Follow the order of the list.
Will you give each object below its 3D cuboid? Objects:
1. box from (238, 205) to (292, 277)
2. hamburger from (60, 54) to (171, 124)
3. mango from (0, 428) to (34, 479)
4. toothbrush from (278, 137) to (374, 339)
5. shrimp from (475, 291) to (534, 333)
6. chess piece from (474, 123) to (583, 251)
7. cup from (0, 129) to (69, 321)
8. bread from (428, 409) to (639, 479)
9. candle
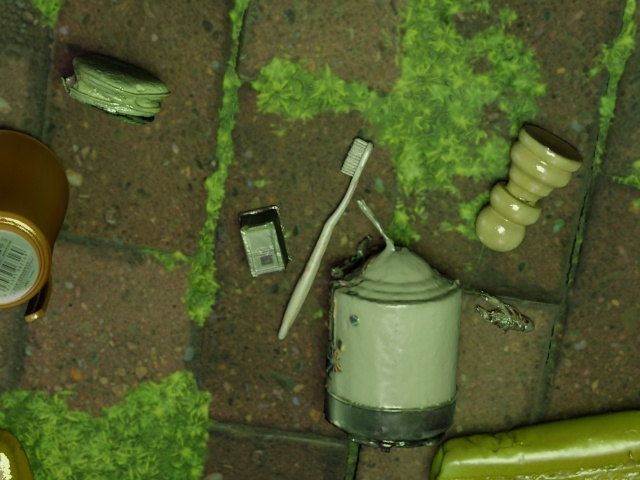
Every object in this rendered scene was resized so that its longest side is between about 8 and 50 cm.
[{"bbox_3d":[-0.078,0.004,1.947,0.060,0.063,0.085,-11,105,6],"label":"box"},{"bbox_3d":[-0.265,-0.195,1.857,0.133,0.140,0.062,8,110,-36],"label":"hamburger"},{"bbox_3d":[-0.466,0.361,2.050,0.137,0.098,0.195,12,99,1],"label":"mango"},{"bbox_3d":[0.000,0.000,1.963,0.029,0.025,0.307,25,105,3],"label":"toothbrush"},{"bbox_3d":[0.252,0.106,1.988,0.092,0.029,0.038,35,113,-3],"label":"shrimp"},{"bbox_3d":[0.265,-0.063,1.911,0.094,0.094,0.170,29,113,-7],"label":"chess piece"},{"bbox_3d":[-0.408,-0.005,1.863,0.182,0.264,0.226,-23,116,0],"label":"cup"},{"bbox_3d":[0.344,0.325,2.004,0.383,0.112,0.166,-9,104,6],"label":"bread"},{"bbox_3d":[0.095,0.104,1.910,0.187,0.187,0.330,2,106,1],"label":"candle"}]
